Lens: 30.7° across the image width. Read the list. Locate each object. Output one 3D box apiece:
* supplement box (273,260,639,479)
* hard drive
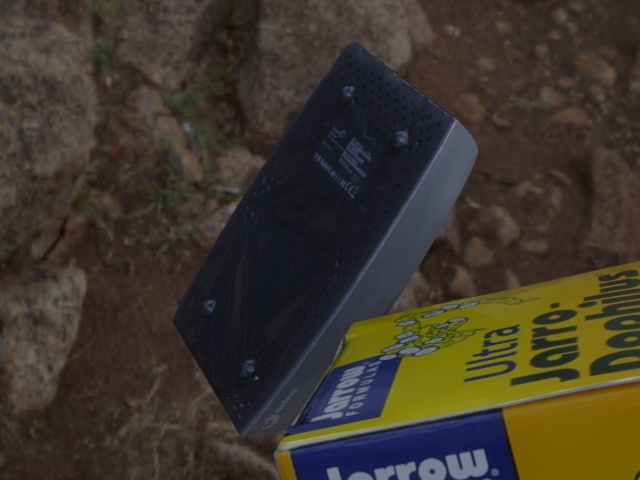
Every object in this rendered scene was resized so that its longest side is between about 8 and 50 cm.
[{"bbox_3d":[0.131,0.216,0.599,0.195,0.356,0.194,-13,10,14],"label":"supplement box"},{"bbox_3d":[0.000,0.000,0.820,0.054,0.254,0.172,26,14,-36],"label":"hard drive"}]
